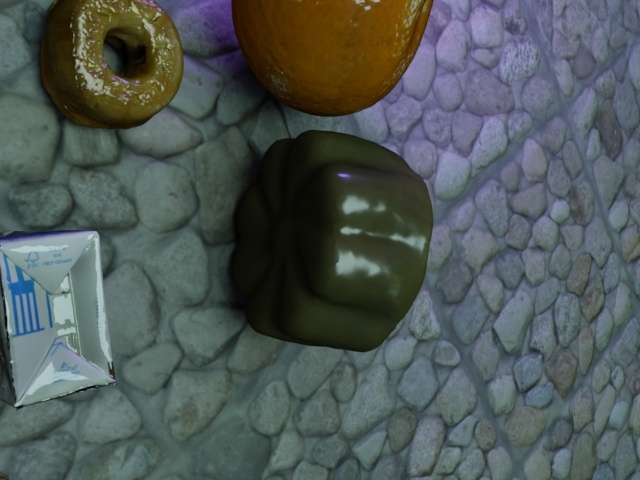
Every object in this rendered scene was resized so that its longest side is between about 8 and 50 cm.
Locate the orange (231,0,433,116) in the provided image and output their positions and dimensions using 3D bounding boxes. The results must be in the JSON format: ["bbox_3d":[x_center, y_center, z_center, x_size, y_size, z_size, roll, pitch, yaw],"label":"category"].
[{"bbox_3d":[0.022,-0.425,1.298,0.326,0.424,0.424,21,72,8],"label":"orange"}]

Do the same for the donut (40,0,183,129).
[{"bbox_3d":[-0.321,-0.285,1.188,0.226,0.113,0.227,1,88,-39],"label":"donut"}]

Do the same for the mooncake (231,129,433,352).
[{"bbox_3d":[0.000,0.000,1.289,0.200,0.378,0.379,14,81,-32],"label":"mooncake"}]

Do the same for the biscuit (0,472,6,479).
[{"bbox_3d":[-0.529,0.353,1.077,0.224,0.033,0.144,48,65,-28],"label":"biscuit"}]

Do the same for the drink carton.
[{"bbox_3d":[-0.393,0.087,0.997,0.132,0.324,0.194,-7,95,-38],"label":"drink carton"}]
